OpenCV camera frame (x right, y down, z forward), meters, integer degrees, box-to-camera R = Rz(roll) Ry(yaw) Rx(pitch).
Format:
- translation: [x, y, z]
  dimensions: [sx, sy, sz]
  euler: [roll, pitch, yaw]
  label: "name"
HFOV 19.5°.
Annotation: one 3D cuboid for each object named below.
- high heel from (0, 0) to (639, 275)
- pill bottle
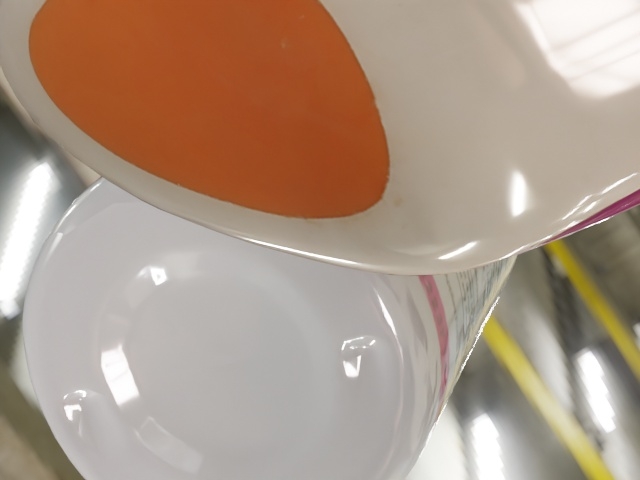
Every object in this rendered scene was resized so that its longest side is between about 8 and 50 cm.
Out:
- translation: [0.089, -0.087, 0.479]
  dimensions: [0.181, 0.377, 0.127]
  euler: [-47, -52, -43]
  label: "high heel"
- translation: [0.000, 0.000, 0.798]
  dimensions: [0.160, 0.160, 0.283]
  euler: [55, -155, -8]
  label: "pill bottle"
